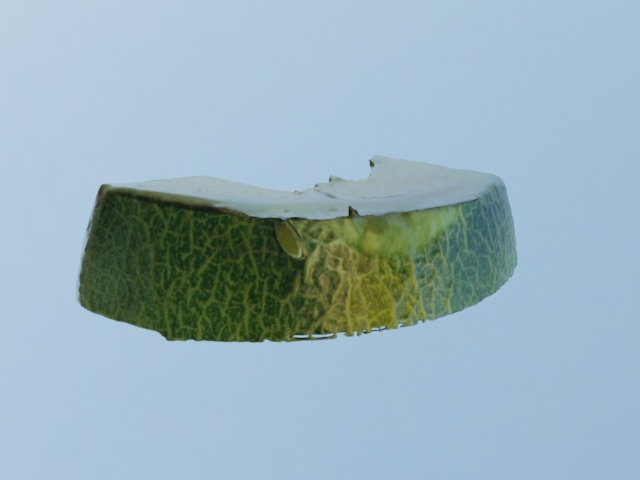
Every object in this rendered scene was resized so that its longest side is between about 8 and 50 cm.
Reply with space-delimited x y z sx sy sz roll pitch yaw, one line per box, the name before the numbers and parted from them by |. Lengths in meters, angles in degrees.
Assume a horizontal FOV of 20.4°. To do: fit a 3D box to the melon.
melon | 0.000 0.000 0.842 0.118 0.209 0.064 20 -65 52
